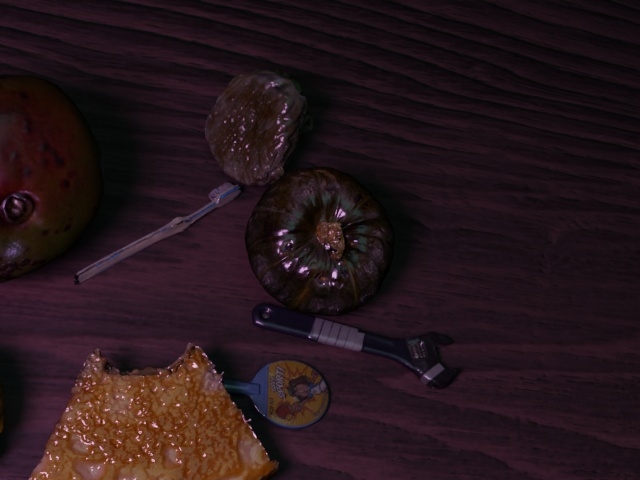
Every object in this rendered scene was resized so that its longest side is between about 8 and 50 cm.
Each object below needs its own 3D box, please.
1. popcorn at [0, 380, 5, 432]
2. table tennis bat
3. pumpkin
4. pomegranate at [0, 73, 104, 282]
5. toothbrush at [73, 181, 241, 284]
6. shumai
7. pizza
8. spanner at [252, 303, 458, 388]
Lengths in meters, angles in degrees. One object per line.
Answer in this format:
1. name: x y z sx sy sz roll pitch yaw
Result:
1. popcorn: -0.472 0.209 1.194 0.197 0.155 0.198 -1 66 1
2. table tennis bat: -0.062 0.211 1.388 0.155 0.019 0.100 10 61 -14
3. pumpkin: 0.000 0.000 1.439 0.223 0.157 0.224 4 73 -12
4. pomegranate: -0.447 -0.078 1.325 0.290 0.323 0.291 1 88 -36
5. toothbrush: -0.233 -0.011 1.451 0.294 0.026 0.028 -35 58 -29
6. shumai: -0.081 -0.176 1.548 0.142 0.184 0.184 -10 62 -54
7. pizza: -0.221 0.248 1.281 0.323 0.089 0.223 -1 69 -19
8. spanner: 0.053 0.142 1.459 0.315 0.024 0.087 16 58 -6
